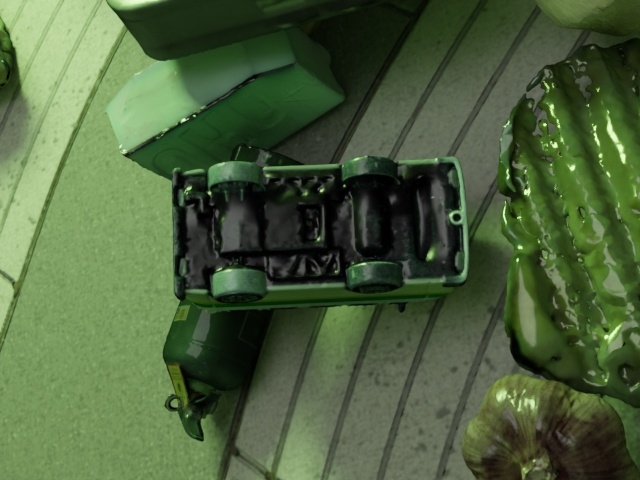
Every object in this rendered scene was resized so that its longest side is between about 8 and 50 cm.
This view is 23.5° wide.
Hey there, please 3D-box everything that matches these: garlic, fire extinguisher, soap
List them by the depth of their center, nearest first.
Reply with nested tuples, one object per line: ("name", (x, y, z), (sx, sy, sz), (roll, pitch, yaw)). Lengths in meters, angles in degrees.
("garlic", (0.197, 0.192, 1.340), (0.159, 0.102, 0.147), (47, 119, 7))
("fire extinguisher", (-0.094, 0.057, 1.610), (0.114, 0.095, 0.311), (-1, 67, 62))
("soap", (-0.109, -0.148, 1.684), (0.230, 0.145, 0.091), (-32, 56, 20))

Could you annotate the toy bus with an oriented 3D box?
("toy bus", (0.000, 0.000, 1.490), (0.276, 0.164, 0.133), (-2, 77, 0))

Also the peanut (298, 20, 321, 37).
("peanut", (-0.011, -0.327, 1.729), (0.117, 0.101, 0.263), (34, 90, 25))

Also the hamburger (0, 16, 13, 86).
("hamburger", (-0.516, -0.281, 1.997), (0.192, 0.168, 0.288), (-37, 54, 13))

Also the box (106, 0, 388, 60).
("box", (-0.016, -0.390, 1.623), (0.397, 0.111, 0.396), (-11, 51, 25))

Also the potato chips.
("potato chips", (0.343, -0.034, 1.370), (0.373, 0.097, 0.389), (-2, 67, 27))

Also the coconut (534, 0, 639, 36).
("coconut", (0.263, -0.334, 1.438), (0.237, 0.237, 0.266), (-36, 99, 6))
